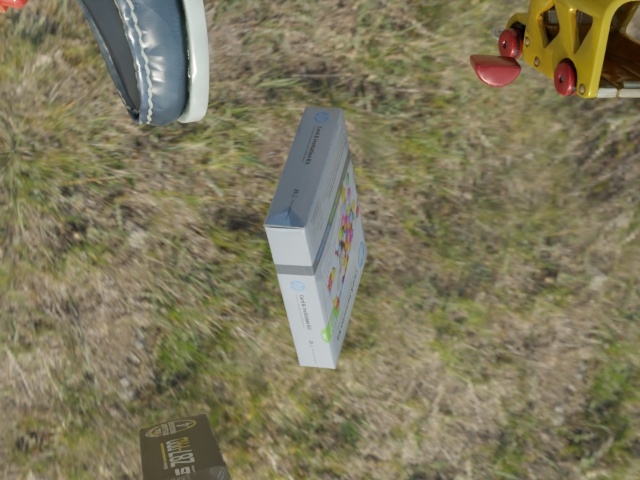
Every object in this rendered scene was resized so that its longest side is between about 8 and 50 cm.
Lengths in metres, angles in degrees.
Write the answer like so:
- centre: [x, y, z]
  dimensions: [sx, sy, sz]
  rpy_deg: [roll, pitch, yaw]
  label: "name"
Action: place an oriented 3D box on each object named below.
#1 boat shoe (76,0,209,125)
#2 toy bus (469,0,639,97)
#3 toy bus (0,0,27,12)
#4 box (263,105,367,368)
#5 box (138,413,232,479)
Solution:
- centre: [-0.113, -0.160, 0.485]
  dimensions: [0.079, 0.095, 0.255]
  rpy_deg: [-27, 119, -24]
  label: "boat shoe"
- centre: [0.222, -0.187, 0.959]
  dimensions: [0.202, 0.191, 0.104]
  rpy_deg: [16, 116, 21]
  label: "toy bus"
- centre: [-0.367, -0.274, 1.028]
  dimensions: [0.211, 0.220, 0.149]
  rpy_deg: [14, 70, 15]
  label: "toy bus"
- centre: [0.000, 0.000, 1.018]
  dimensions: [0.038, 0.145, 0.186]
  rpy_deg: [5, 138, 14]
  label: "box"
- centre: [-0.103, 0.408, 1.225]
  dimensions: [0.097, 0.318, 0.395]
  rpy_deg: [-13, 96, -10]
  label: "box"
